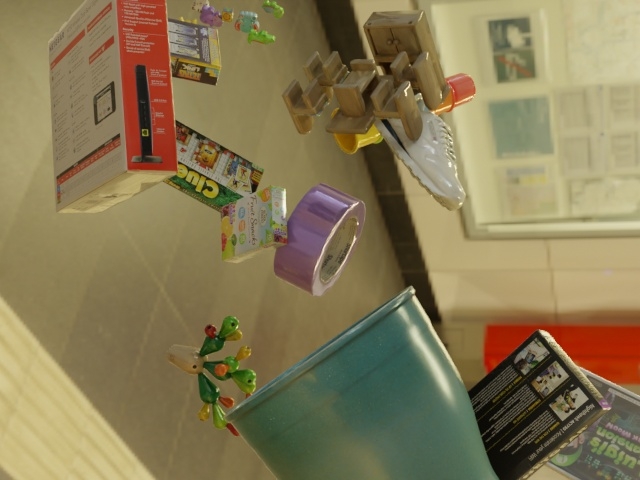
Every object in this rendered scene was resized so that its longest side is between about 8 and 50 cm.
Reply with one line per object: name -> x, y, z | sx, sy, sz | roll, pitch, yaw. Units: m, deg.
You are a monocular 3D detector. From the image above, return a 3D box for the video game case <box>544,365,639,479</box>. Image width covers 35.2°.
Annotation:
video game case -> 0.448, 0.312, 1.605 | 0.173, 0.190, 0.022 | -55, 147, -14

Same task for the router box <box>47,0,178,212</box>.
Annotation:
router box -> -0.334, -0.217, 1.579 | 0.082, 0.335, 0.301 | 0, 82, -32

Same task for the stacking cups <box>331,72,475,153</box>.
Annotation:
stacking cups -> 0.178, -0.261, 2.045 | 0.316, 0.096, 0.096 | -19, 114, -26

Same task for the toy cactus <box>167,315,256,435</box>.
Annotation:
toy cactus -> -0.198, 0.233, 1.793 | 0.112, 0.181, 0.218 | -35, 132, -50

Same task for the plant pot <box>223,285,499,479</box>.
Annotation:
plant pot -> 0.069, 0.233, 1.188 | 0.255, 0.272, 0.272 | 55, 18, 5

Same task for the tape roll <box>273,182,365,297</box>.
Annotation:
tape roll -> 0.000, 0.000, 1.778 | 0.189, 0.080, 0.189 | -53, 159, -30

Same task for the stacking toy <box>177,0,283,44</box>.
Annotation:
stacking toy -> -0.197, -0.479, 2.205 | 0.167, 0.221, 0.052 | -78, 177, -52

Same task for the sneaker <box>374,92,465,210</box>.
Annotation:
sneaker -> 0.167, -0.142, 1.558 | 0.235, 0.095, 0.090 | 59, 5, 39

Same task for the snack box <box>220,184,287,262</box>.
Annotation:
snack box -> -0.115, -0.026, 1.729 | 0.037, 0.141, 0.100 | 10, 69, -42

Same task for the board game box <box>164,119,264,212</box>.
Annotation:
board game box -> -0.249, -0.151, 2.081 | 0.030, 0.260, 0.136 | -33, -146, 56

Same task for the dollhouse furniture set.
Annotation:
dollhouse furniture set -> 0.100, -0.236, 1.634 | 0.242, 0.212, 0.161 | -57, 139, -34

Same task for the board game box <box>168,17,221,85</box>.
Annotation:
board game box -> -0.275, -0.381, 2.014 | 0.170, 0.141, 0.048 | -101, -153, -52

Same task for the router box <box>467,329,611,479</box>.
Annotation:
router box -> 0.268, 0.225, 1.330 | 0.133, 0.179, 0.046 | 53, 19, 26
